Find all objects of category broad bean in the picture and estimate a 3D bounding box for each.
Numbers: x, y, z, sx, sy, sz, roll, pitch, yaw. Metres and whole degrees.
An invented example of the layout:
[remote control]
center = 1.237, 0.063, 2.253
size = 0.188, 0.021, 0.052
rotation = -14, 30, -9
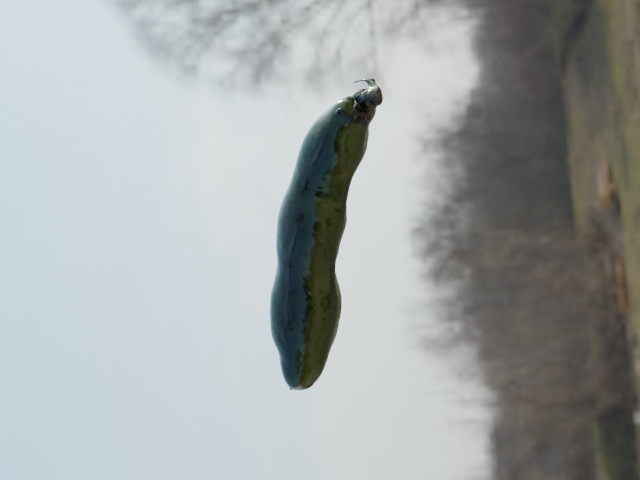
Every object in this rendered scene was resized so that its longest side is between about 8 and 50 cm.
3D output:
[broad bean]
center = -0.003, -0.002, 1.169
size = 0.046, 0.065, 0.254
rotation = -21, -48, -46
